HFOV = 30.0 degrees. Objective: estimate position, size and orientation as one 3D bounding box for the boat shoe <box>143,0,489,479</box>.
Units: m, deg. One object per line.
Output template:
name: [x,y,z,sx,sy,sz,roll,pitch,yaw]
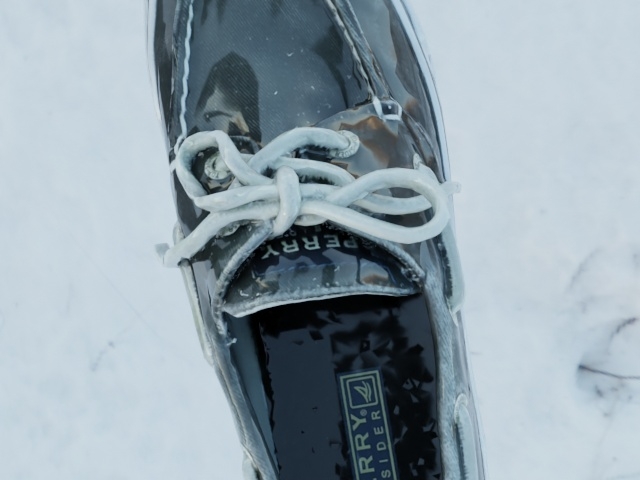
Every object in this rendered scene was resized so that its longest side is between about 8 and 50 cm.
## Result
boat shoe: [-0.004,0.001,0.419,0.113,0.105,0.306,-8,87,4]
